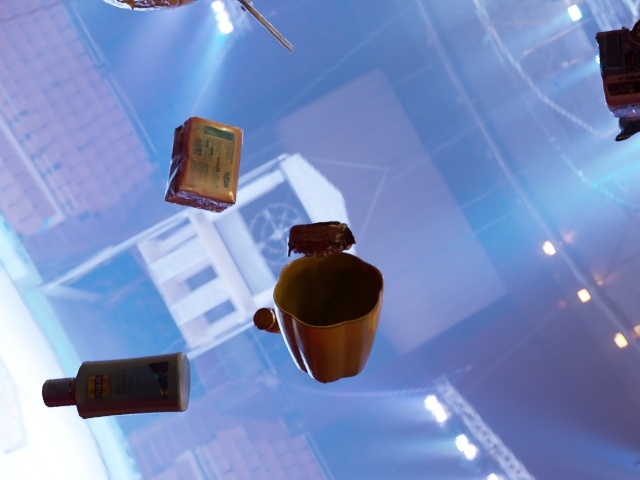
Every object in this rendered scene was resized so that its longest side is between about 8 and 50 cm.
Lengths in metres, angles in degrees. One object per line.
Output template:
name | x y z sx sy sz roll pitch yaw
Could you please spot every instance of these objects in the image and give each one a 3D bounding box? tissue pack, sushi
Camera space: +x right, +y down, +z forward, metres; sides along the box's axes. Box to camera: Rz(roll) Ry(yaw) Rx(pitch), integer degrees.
tissue pack | -0.131 -0.087 1.066 0.058 0.074 0.094 -27 -127 60
tissue pack | 0.547 -0.225 1.600 0.028 0.085 0.138 40 49 -28
sushi | 0.000 0.000 1.385 0.052 0.120 0.055 55 35 -60

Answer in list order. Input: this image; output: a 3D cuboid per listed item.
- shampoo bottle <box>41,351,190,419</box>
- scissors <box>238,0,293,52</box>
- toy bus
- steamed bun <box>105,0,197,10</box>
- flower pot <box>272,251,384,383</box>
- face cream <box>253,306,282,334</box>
shampoo bottle | -0.354 0.254 1.609 0.061 0.258 0.104 58 27 -64
scissors | -0.148 -0.426 1.616 0.192 0.029 0.447 50 9 28
toy bus | 0.557 -0.258 1.351 0.106 0.297 0.131 16 72 -63
steamed bun | -0.293 -0.520 1.695 0.166 0.272 0.232 33 58 -64
flower pot | 0.019 0.144 1.647 0.195 0.195 0.179 -125 -157 -45
face cream | -0.080 0.171 1.968 0.072 0.051 0.182 28 3 25
